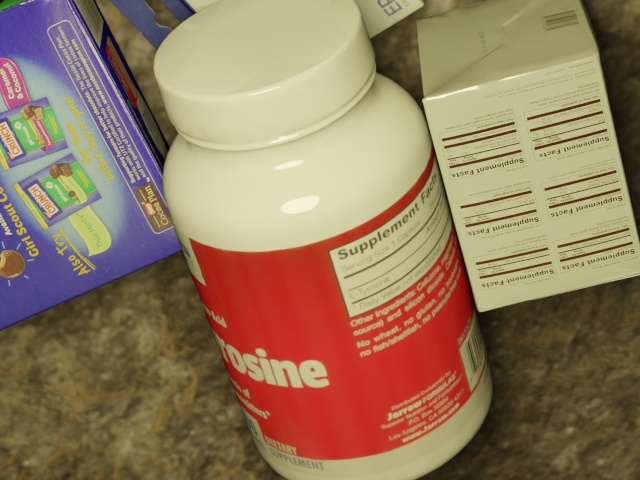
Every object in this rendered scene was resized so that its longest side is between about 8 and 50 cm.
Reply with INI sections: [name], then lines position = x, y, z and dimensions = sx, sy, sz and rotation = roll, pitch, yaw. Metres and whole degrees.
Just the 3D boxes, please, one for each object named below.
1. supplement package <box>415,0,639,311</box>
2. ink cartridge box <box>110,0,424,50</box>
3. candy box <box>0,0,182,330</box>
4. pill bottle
[supplement package]
position = 0.177, -0.084, 1.537
dimensions = 0.149, 0.194, 0.203
rotation = -13, 116, 8
[ink cartridge box]
position = -0.062, -0.221, 1.523
dimensions = 0.224, 0.045, 0.223
rotation = -31, 131, 17
[candy box]
position = -0.307, -0.065, 1.590
dimensions = 0.317, 0.122, 0.268
rotation = -23, 113, 5
[pill bottle]
position = 0.000, 0.000, 1.537
dimensions = 0.229, 0.229, 0.407
rotation = -13, 124, 8
